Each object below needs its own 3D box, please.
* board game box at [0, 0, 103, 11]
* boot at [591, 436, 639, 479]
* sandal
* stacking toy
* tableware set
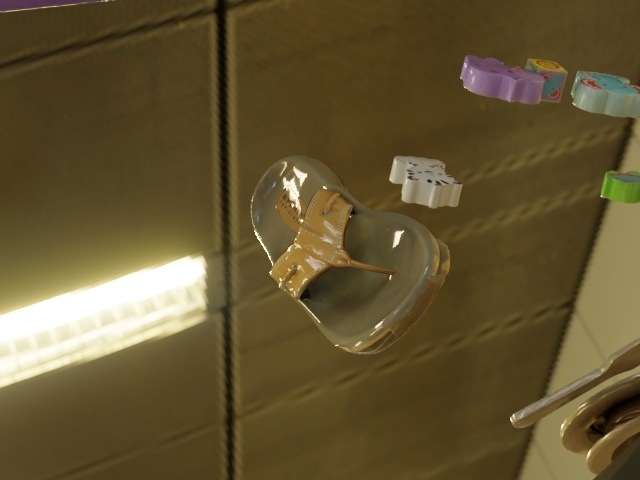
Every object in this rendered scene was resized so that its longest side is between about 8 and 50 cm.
[{"bbox_3d":[-0.298,-0.247,1.205,0.347,0.233,0.078,-10,-59,-21],"label":"board game box"},{"bbox_3d":[0.117,0.103,0.410,0.115,0.112,0.305,33,-72,-6],"label":"boot"},{"bbox_3d":[0.000,0.000,0.763,0.049,0.180,0.072,28,-81,-33],"label":"sandal"},{"bbox_3d":[0.161,-0.103,1.044,0.221,0.052,0.167,3,-66,-16],"label":"stacking toy"},{"bbox_3d":[0.195,0.063,0.695,0.194,0.039,0.128,-35,-34,28],"label":"tableware set"}]
